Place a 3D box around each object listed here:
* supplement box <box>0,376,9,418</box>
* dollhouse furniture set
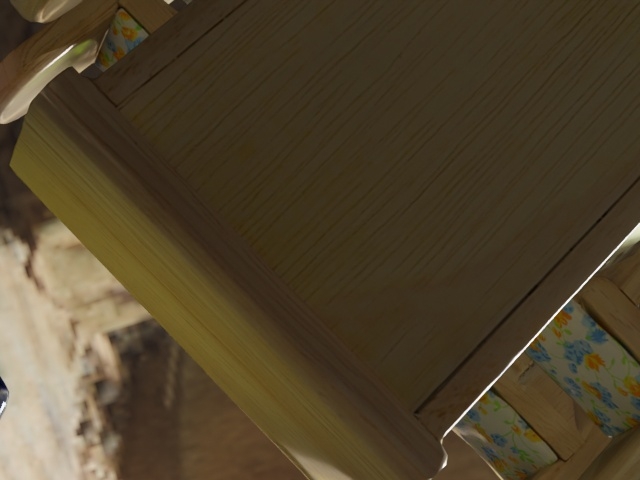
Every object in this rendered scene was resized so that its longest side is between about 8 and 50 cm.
[{"bbox_3d":[-0.279,0.120,0.521,0.195,0.356,0.194,2,36,-44],"label":"supplement box"},{"bbox_3d":[0.000,0.000,0.738,0.362,0.256,0.394,46,-25,2],"label":"dollhouse furniture set"}]
